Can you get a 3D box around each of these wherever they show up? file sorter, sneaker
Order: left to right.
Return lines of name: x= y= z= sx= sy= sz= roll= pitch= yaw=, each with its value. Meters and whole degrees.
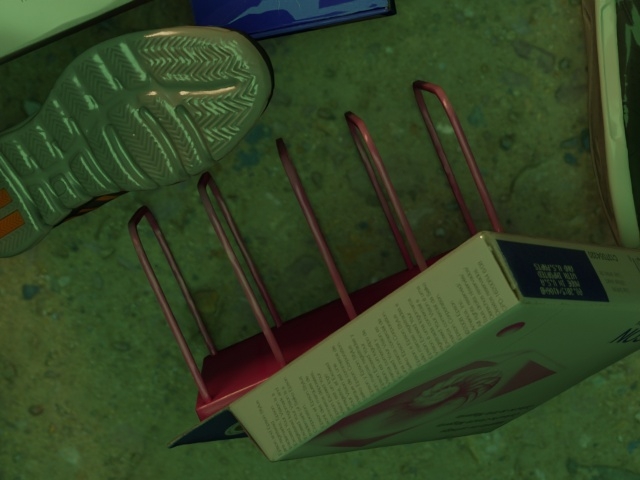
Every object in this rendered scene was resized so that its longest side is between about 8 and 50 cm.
sneaker: x=-0.157 y=-0.103 z=1.128 sx=0.321 sy=0.180 sz=0.124 roll=-21 pitch=101 yaw=27
file sorter: x=0.000 y=0.000 z=1.164 sx=0.291 sy=0.202 sz=0.182 roll=-24 pitch=98 yaw=0
sneaker: x=0.314 y=-0.139 z=1.207 sx=0.147 sy=0.104 sz=0.295 roll=-4 pitch=96 yaw=1

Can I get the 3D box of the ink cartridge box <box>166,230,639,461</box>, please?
ink cartridge box: x=0.101 y=0.108 z=1.084 sx=0.330 sy=0.324 sz=0.071 roll=-37 pitch=66 yaw=30

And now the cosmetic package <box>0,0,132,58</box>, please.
cosmetic package: x=-0.243 y=-0.218 z=1.074 sx=0.224 sy=0.225 sz=0.138 roll=-26 pitch=99 yaw=-11

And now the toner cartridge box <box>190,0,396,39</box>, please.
toner cartridge box: x=-0.048 y=-0.344 z=1.128 sx=0.165 sy=0.075 sz=0.347 roll=-9 pitch=95 yaw=8
